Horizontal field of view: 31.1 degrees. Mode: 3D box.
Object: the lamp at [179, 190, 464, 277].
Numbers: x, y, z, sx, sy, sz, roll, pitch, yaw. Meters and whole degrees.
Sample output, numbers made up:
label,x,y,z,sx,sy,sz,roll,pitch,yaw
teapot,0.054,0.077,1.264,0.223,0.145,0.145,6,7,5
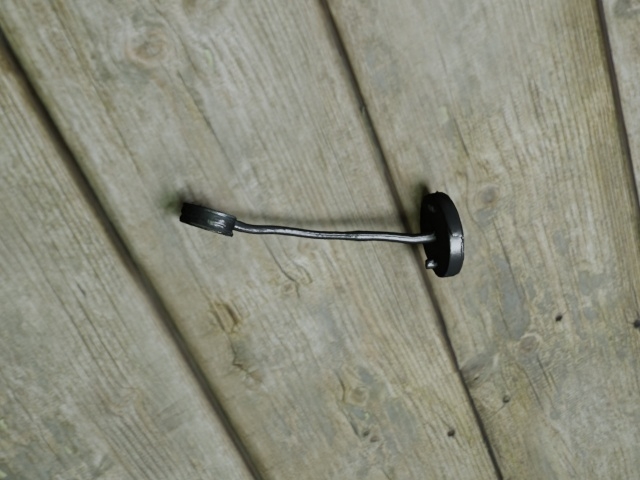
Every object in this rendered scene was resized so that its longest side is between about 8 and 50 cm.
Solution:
label,x,y,z,sx,sy,sz,roll,pitch,yaw
lamp,0.011,-0.037,1.425,0.371,0.130,0.109,12,93,-16
